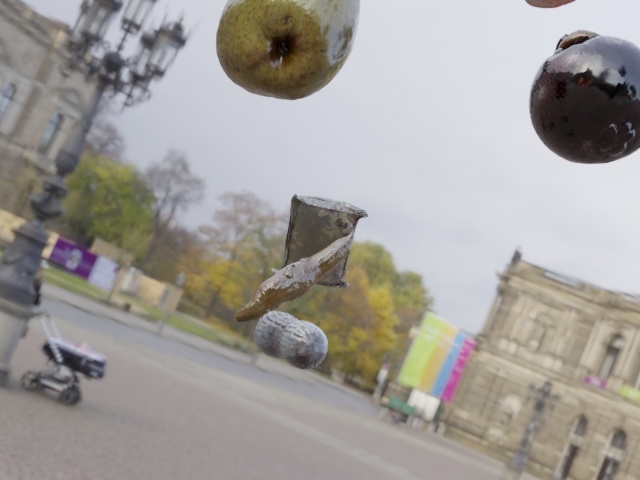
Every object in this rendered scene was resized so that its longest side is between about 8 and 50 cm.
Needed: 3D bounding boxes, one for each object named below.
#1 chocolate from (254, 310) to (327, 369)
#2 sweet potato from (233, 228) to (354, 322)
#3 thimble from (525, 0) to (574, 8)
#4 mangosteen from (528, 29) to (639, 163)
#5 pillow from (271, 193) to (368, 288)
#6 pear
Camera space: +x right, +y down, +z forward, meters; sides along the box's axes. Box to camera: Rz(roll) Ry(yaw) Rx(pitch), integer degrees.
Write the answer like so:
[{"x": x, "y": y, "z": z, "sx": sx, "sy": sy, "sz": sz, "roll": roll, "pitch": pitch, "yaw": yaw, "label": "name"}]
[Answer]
[{"x": -0.046, "y": 0.145, "z": 1.467, "sx": 0.072, "sy": 0.072, "sz": 0.167, "roll": 27, "pitch": -6, "yaw": -30, "label": "chocolate"}, {"x": -0.042, "y": 0.068, "z": 1.814, "sx": 0.067, "sy": 0.274, "sz": 0.067, "roll": 48, "pitch": -18, "yaw": 21, "label": "sweet potato"}, {"x": 0.518, "y": -0.653, "z": 2.243, "sx": 0.239, "sy": 0.239, "sz": 0.162, "roll": 20, "pitch": -22, "yaw": 30, "label": "thimble"}, {"x": 0.454, "y": -0.253, "z": 1.680, "sx": 0.228, "sy": 0.228, "sz": 0.265, "roll": 28, "pitch": 35, "yaw": -36, "label": "mangosteen"}, {"x": 0.000, "y": 0.000, "z": 2.014, "sx": 0.169, "sy": 0.059, "sz": 0.255, "roll": 13, "pitch": -43, "yaw": -2, "label": "pillow"}, {"x": -0.044, "y": -0.309, "z": 1.450, "sx": 0.188, "sy": 0.228, "sz": 0.211, "roll": 34, "pitch": 31, "yaw": -27, "label": "pear"}]
